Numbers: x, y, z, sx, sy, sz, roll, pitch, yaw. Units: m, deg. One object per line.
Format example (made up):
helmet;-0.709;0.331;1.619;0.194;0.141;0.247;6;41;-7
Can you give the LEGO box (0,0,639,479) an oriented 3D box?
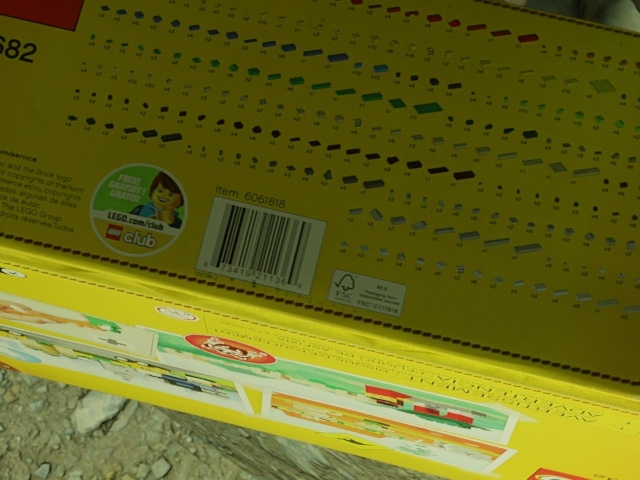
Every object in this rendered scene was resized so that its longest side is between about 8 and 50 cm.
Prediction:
LEGO box;0.000;0.000;0.938;0.500;0.193;0.372;13;165;3

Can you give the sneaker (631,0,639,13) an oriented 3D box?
sneaker;0.144;-0.250;0.539;0.185;0.202;0.483;24;143;23

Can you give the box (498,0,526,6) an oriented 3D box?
box;0.015;-0.270;0.894;0.300;0.154;0.142;43;160;-20
